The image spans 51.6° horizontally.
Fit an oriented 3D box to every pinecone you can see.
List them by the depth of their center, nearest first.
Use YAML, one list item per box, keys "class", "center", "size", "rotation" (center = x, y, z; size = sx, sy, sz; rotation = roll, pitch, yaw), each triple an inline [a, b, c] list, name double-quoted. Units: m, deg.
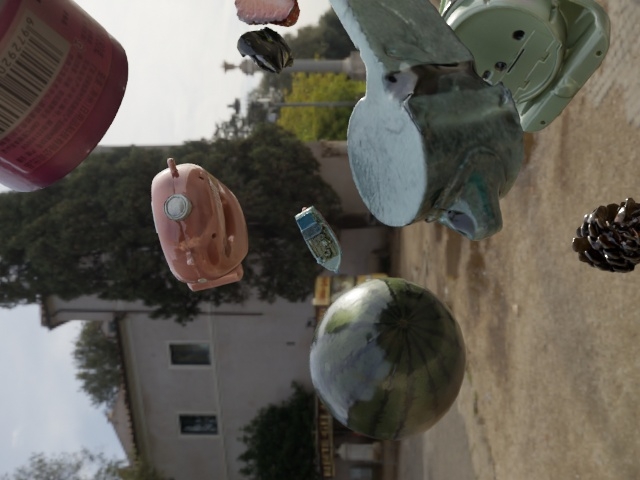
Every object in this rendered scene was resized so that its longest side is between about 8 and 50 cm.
- class: "pinecone"
  center: [0.737, -0.007, 1.635]
  size: [0.184, 0.179, 0.204]
  rotation: [-53, -7, -6]

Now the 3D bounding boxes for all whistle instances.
- class: "whistle"
  center: [0.137, -0.195, 0.901]
  size: [0.188, 0.168, 0.404]
  rotation: [-2, 102, 63]

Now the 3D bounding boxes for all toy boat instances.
- class: "toy boat"
  center: [0.000, 0.000, 1.555]
  size: [0.173, 0.069, 0.059]
  rotation: [60, -162, -2]

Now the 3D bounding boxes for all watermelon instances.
- class: "watermelon"
  center: [0.118, 0.219, 1.201]
  size: [0.359, 0.279, 0.278]
  rotation: [86, -176, -64]

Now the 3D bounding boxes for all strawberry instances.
- class: "strawberry"
  center: [-0.109, -0.556, 1.522]
  size: [0.107, 0.175, 0.236]
  rotation: [7, -122, -49]

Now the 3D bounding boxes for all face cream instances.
- class: "face cream"
  center: [-0.288, -0.158, 0.549]
  size: [0.195, 0.175, 0.175]
  rotation: [41, -138, -49]

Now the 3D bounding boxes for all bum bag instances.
- class: "bum bag"
  center: [-0.106, -0.403, 1.400]
  size: [0.106, 0.060, 0.232]
  rotation: [50, -158, -9]

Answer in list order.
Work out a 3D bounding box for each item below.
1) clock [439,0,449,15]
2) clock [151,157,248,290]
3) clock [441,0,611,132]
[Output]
- class: "clock"
  center: [0.332, -0.556, 1.424]
  size: [0.286, 0.117, 0.348]
  rotation: [-73, -7, -60]
- class: "clock"
  center: [-0.224, -0.035, 1.233]
  size: [0.241, 0.142, 0.227]
  rotation: [68, -172, -76]
- class: "clock"
  center: [0.350, -0.369, 1.262]
  size: [0.265, 0.324, 0.108]
  rotation: [117, 175, -51]
